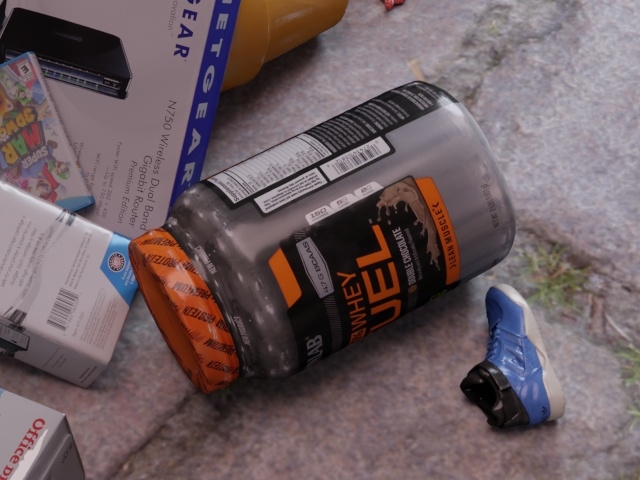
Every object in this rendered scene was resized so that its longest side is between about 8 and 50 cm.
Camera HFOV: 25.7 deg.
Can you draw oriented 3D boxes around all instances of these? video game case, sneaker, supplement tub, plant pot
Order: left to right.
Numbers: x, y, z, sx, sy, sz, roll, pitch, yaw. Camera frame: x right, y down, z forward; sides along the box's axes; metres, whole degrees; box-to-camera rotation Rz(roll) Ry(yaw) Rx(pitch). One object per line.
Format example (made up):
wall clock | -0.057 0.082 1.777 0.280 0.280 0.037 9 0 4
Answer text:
video game case | -0.312 -0.093 1.432 0.119 0.015 0.166 -22 92 18
plant pot | -0.078 -0.283 1.577 0.188 0.205 0.205 -19 55 -29
supplement tub | 0.000 0.000 1.357 0.338 0.207 0.207 -27 59 -15
sneaker | 0.171 0.113 1.363 0.085 0.058 0.152 -11 62 -16

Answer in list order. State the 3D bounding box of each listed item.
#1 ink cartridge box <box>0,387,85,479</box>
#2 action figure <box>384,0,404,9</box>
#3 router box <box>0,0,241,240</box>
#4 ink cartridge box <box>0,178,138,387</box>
ink cartridge box | -0.325 0.206 1.273 0.176 0.127 0.128 20 58 15
action figure | 0.094 -0.321 1.687 0.038 0.030 0.115 13 59 5
router box | -0.251 -0.194 1.452 0.301 0.082 0.335 16 102 13
ink cartridge box | -0.282 0.038 1.371 0.191 0.082 0.139 25 55 -13
